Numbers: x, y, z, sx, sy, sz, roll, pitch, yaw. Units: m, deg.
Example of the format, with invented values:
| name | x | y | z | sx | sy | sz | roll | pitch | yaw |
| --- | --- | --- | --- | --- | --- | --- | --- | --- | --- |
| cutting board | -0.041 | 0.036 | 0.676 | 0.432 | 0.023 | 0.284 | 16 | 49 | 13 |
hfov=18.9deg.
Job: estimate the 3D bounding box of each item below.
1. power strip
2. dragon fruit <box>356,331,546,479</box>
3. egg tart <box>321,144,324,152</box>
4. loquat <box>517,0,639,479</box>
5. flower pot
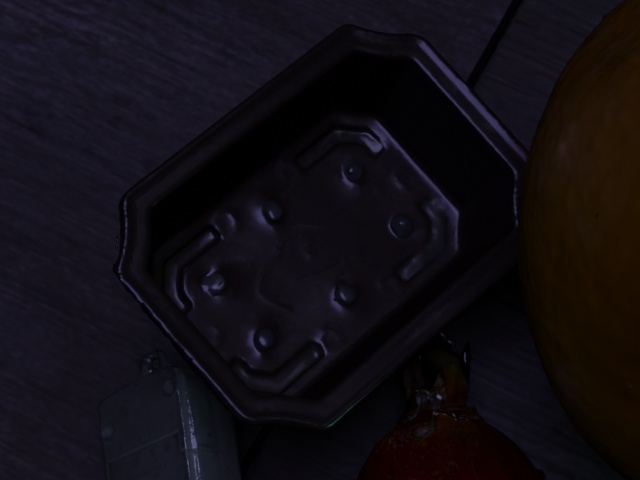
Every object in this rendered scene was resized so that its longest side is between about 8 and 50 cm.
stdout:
| name | x | y | z | sx | sy | sz | roll | pitch | yaw |
| --- | --- | --- | --- | --- | --- | --- | --- | --- | --- |
| power strip | -0.076 | 0.198 | 1.101 | 0.078 | 0.052 | 0.272 | -27 | 62 | 34 |
| dragon fruit | 0.073 | 0.141 | 1.109 | 0.125 | 0.125 | 0.246 | -4 | 48 | 4 |
| egg tart | -0.023 | -0.049 | 1.227 | 0.105 | 0.039 | 0.105 | -2 | 68 | 4 |
| loquat | 0.264 | 0.002 | 1.038 | 0.328 | 0.328 | 0.328 | -1 | 67 | 3 |
| flower pot | 0.000 | 0.000 | 1.138 | 0.251 | 0.084 | 0.179 | -40 | 85 | -24 |
